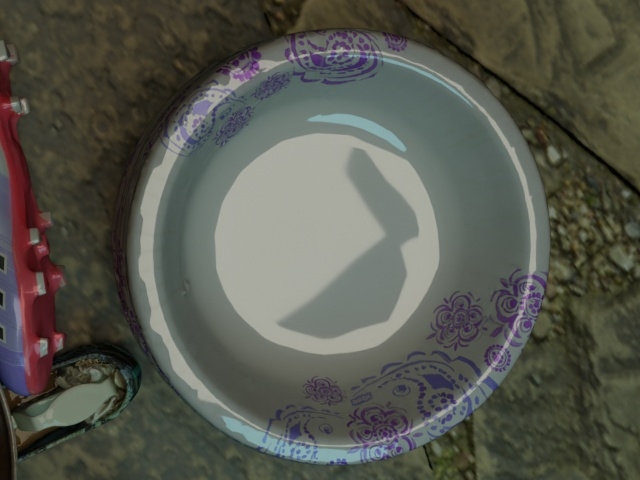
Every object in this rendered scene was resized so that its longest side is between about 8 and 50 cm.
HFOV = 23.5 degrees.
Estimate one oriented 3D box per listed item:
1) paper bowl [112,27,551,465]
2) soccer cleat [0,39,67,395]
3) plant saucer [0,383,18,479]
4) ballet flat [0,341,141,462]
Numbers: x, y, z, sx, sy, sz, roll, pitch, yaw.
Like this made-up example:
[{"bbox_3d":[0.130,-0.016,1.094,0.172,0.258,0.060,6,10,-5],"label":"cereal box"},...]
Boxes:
[{"bbox_3d":[0.000,0.000,1.045,0.284,0.148,0.284,-2,96,-15],"label":"paper bowl"},{"bbox_3d":[-0.229,-0.017,1.015,0.095,0.083,0.248,-9,92,3],"label":"soccer cleat"},{"bbox_3d":[-0.346,0.141,0.986,0.310,0.050,0.311,0,97,-1],"label":"plant saucer"},{"bbox_3d":[-0.209,0.122,1.043,0.188,0.070,0.070,-27,102,-11],"label":"ballet flat"}]
